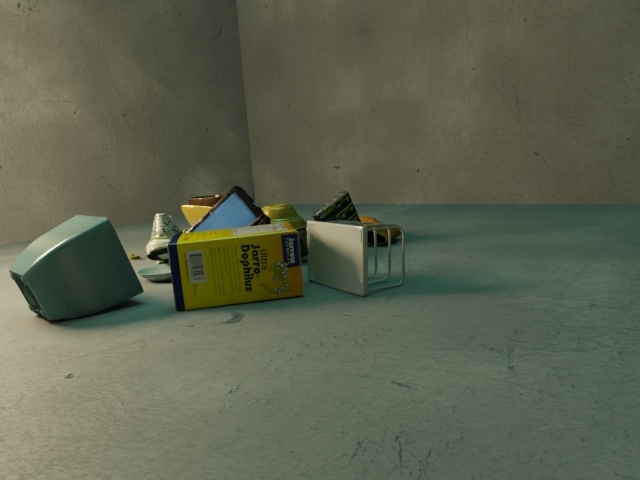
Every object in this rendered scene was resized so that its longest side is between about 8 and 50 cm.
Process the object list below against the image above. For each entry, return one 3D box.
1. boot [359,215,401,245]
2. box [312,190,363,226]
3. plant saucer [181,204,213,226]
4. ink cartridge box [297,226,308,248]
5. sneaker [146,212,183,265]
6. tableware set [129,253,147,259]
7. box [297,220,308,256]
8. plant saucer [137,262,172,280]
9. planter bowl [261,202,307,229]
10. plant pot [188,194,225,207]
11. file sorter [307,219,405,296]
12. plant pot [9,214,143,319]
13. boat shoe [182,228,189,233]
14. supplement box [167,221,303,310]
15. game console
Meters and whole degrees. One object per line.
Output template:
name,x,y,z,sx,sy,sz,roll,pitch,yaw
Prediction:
boot,0.198,-0.042,2.208,0.295,0.104,0.211,7,13,32
box,0.074,-0.080,2.060,0.191,0.184,0.045,-41,27,-29
plant saucer,-0.411,-0.051,2.227,0.333,0.080,0.333,5,-17,20
ink cartridge box,0.000,0.000,1.872,0.105,0.061,0.181,-11,50,-34
sneaker,-0.567,-0.004,1.909,0.158,0.181,0.410,-3,-11,-12
tableware set,-0.784,0.066,2.232,0.154,0.024,0.104,-4,9,2
box,-0.189,0.018,1.918,0.191,0.143,0.381,-1,12,18
plant saucer,-0.552,0.116,1.784,0.195,0.037,0.195,-4,8,1
planter bowl,-0.161,-0.091,1.878,0.218,0.090,0.217,-4,9,1
plant pot,-0.572,-0.117,2.609,0.216,0.230,0.215,-4,9,1
file sorter,0.106,0.038,1.510,0.173,0.192,0.278,-7,9,-33
plant pot,-0.713,0.093,1.422,0.247,0.247,0.252,5,31,44
boat shoe,-0.557,-0.003,2.135,0.336,0.121,0.119,-5,-31,-11
supplement box,-0.244,0.069,1.456,0.357,0.195,0.194,-6,10,-9
game console,-0.326,-0.021,1.667,0.293,0.173,0.250,-44,13,4
